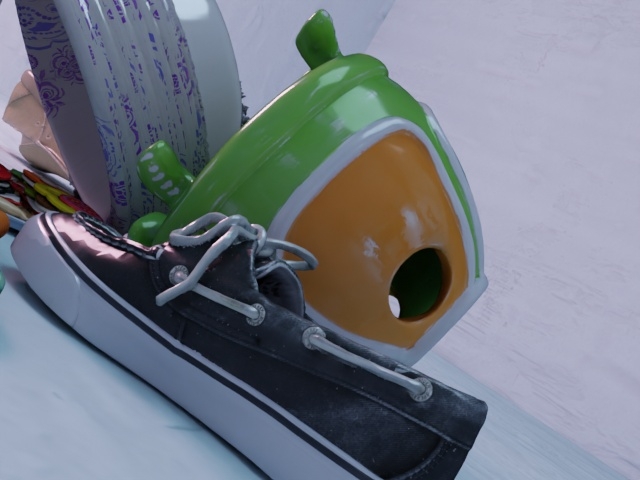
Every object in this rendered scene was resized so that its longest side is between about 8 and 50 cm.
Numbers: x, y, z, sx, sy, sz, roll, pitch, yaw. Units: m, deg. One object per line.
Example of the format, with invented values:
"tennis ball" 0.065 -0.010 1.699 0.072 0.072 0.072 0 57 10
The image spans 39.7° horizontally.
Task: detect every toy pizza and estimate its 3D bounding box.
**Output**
"toy pizza" -0.258 -0.046 0.744 0.201 0.032 0.201 28 2 -1

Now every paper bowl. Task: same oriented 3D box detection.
"paper bowl" -0.174 -0.156 0.826 0.284 0.148 0.284 50 -30 43

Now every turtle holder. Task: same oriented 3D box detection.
"turtle holder" -0.009 0.007 0.703 0.227 0.243 0.320 45 -39 3

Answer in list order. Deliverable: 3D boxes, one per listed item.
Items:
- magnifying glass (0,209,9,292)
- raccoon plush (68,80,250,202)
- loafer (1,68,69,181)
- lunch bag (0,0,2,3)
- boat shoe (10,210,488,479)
"magnifying glass" -0.202 -0.001 0.472 0.092 0.026 0.231 31 -1 -11
"raccoon plush" -0.135 -0.163 1.110 0.216 0.447 0.299 2 -9 20
"loafer" -0.339 -0.118 1.183 0.268 0.092 0.102 49 11 30
"lunch bag" -0.382 -0.225 0.782 0.160 0.224 0.262 25 2 -9
"boat shoe" -0.050 0.042 0.498 0.306 0.105 0.113 31 0 33
